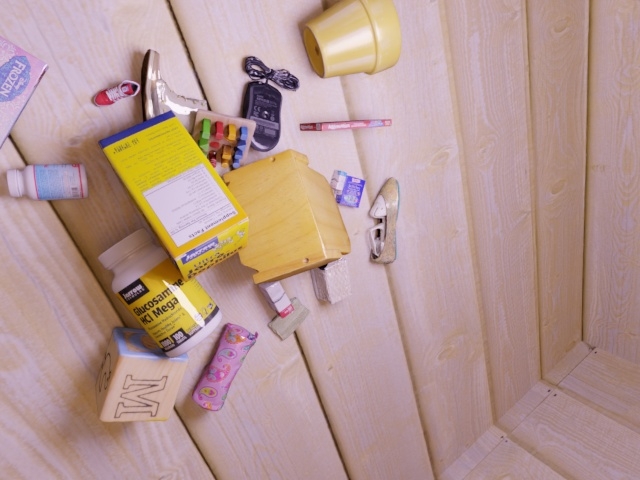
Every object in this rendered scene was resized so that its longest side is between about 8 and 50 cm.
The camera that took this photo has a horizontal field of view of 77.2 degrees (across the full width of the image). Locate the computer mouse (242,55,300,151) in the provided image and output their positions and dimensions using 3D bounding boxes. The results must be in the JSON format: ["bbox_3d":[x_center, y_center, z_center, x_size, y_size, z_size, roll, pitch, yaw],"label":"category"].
[{"bbox_3d":[-0.173,-0.402,1.240,0.188,0.072,0.272,12,85,-32],"label":"computer mouse"}]

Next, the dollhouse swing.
[{"bbox_3d":[-0.093,-0.062,1.299,0.315,0.305,0.347,-20,80,4],"label":"dollhouse swing"}]

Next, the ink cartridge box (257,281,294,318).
[{"bbox_3d":[-0.159,0.190,1.397,0.056,0.099,0.135,-35,120,-19],"label":"ink cartridge box"}]

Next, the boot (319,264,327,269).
[{"bbox_3d":[0.000,0.000,1.419,0.077,0.137,0.198,2,102,-33],"label":"boot"}]

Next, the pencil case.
[{"bbox_3d":[-0.319,0.421,1.352,0.124,0.124,0.284,31,85,-35],"label":"pencil case"}]

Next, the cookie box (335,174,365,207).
[{"bbox_3d":[0.112,-0.183,1.494,0.092,0.040,0.107,10,99,-34],"label":"cookie box"}]

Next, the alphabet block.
[{"bbox_3d":[-0.523,0.387,1.172,0.193,0.192,0.197,17,93,-33],"label":"alphabet block"}]

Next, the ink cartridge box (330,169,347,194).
[{"bbox_3d":[0.061,-0.210,1.450,0.028,0.048,0.083,12,97,-34],"label":"ink cartridge box"}]

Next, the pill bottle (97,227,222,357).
[{"bbox_3d":[-0.439,0.139,1.104,0.188,0.188,0.334,-39,102,-17],"label":"pill bottle"}]

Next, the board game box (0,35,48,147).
[{"bbox_3d":[-0.822,-0.336,0.844,0.318,0.066,0.319,29,88,-35],"label":"board game box"}]

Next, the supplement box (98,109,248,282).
[{"bbox_3d":[-0.360,-0.108,1.020,0.194,0.195,0.356,-32,78,-20],"label":"supplement box"}]

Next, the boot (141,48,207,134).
[{"bbox_3d":[-0.395,-0.394,1.091,0.165,0.077,0.213,-5,113,-30],"label":"boot"}]

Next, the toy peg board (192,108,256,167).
[{"bbox_3d":[-0.278,-0.266,1.135,0.160,0.079,0.161,7,140,-22],"label":"toy peg board"}]

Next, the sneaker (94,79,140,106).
[{"bbox_3d":[-0.517,-0.377,1.025,0.118,0.067,0.042,-34,119,-20],"label":"sneaker"}]

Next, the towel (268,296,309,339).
[{"bbox_3d":[-0.114,0.293,1.500,0.148,0.027,0.110,-46,124,-13],"label":"towel"}]

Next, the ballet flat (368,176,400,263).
[{"bbox_3d":[0.245,-0.071,1.575,0.123,0.123,0.349,-10,109,-30],"label":"ballet flat"}]

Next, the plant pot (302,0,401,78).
[{"bbox_3d":[0.086,-0.622,1.241,0.239,0.254,0.254,-26,117,-7],"label":"plant pot"}]

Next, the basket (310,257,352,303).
[{"bbox_3d":[0.041,0.142,1.507,0.113,0.103,0.167,-23,114,-26],"label":"basket"}]

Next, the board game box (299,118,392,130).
[{"bbox_3d":[0.087,-0.391,1.356,0.281,0.145,0.027,-13,111,-29],"label":"board game box"}]

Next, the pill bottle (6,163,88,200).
[{"bbox_3d":[-0.666,-0.143,0.987,0.160,0.087,0.087,-7,107,-31],"label":"pill bottle"}]
